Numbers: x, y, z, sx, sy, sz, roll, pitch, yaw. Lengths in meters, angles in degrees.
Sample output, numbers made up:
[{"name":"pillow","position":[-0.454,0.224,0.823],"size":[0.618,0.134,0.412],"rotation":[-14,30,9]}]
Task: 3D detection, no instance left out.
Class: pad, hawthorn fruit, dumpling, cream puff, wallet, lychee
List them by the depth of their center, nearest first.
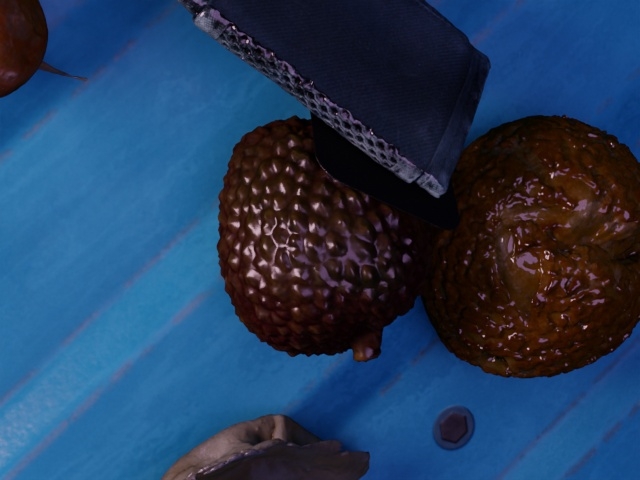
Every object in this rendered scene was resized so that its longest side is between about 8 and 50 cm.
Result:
[{"name":"hawthorn fruit","position":[-0.338,-0.197,1.654],"size":[0.149,0.149,0.189],"rotation":[-49,153,-7]},{"name":"wallet","position":[0.014,-0.211,1.740],"size":[0.342,0.075,0.237],"rotation":[36,43,-15]},{"name":"lychee","position":[0.000,0.000,1.767],"size":[0.236,0.236,0.271],"rotation":[-29,93,-15]},{"name":"pad","position":[0.060,-0.125,1.768],"size":[0.181,0.267,0.004],"rotation":[23,126,-25]},{"name":"dumpling","position":[-0.103,0.255,1.848],"size":[0.332,0.086,0.166],"rotation":[-21,140,-18]},{"name":"cream puff","position":[0.253,0.010,1.878],"size":[0.303,0.212,0.303],"rotation":[-2,96,-20]}]
